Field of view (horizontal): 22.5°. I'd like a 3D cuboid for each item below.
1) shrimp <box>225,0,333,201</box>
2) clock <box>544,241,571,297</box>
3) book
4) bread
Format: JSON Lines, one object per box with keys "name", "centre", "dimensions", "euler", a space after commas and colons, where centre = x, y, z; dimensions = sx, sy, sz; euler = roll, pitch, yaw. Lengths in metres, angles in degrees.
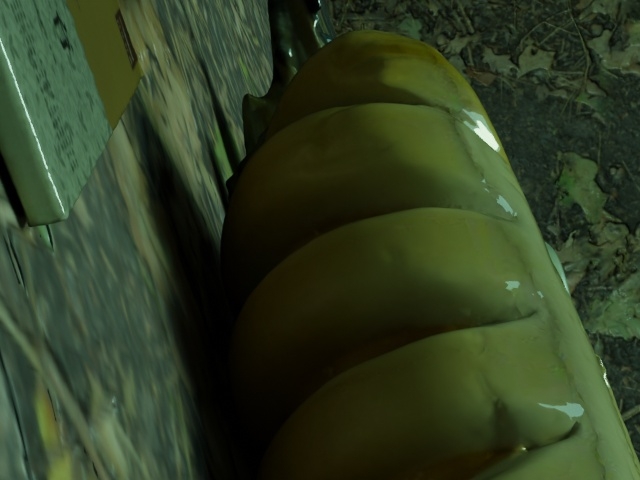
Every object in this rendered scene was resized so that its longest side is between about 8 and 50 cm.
{"name": "shrimp", "centre": [-0.003, 0.005, 0.718], "dimensions": [0.145, 0.059, 0.254], "euler": [-44, 121, -74]}
{"name": "clock", "centre": [0.068, 0.090, 0.816], "dimensions": [0.191, 0.062, 0.152], "euler": [142, -59, -63]}
{"name": "book", "centre": [-0.077, -0.080, 0.410], "dimensions": [0.172, 0.012, 0.118], "euler": [-93, 165, -73]}
{"name": "bread", "centre": [0.043, 0.084, 0.510], "dimensions": [0.173, 0.121, 0.311], "euler": [61, 11, -51]}
